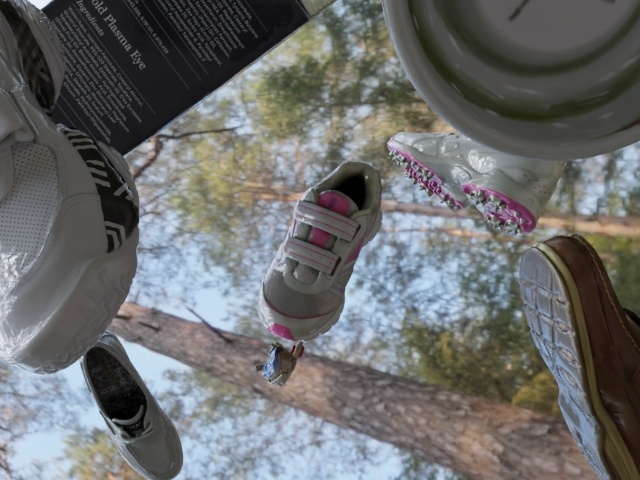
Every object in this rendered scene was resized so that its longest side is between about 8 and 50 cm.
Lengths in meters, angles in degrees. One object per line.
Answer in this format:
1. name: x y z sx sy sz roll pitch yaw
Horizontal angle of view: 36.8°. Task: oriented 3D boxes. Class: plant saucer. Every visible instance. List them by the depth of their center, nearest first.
1. plant saucer: 0.247 -0.283 0.968 0.400 0.100 0.401 -3 -69 -9

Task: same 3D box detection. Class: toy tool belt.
1. toy tool belt: -0.061 0.174 1.403 0.051 0.083 0.052 23 -140 -8

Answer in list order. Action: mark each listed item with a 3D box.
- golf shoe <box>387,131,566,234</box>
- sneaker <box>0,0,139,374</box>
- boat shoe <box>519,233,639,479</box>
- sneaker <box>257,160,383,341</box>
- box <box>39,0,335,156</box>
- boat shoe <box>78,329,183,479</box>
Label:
1. golf shoe: 0.226 -0.113 1.399 0.140 0.306 0.115 -51 -47 -8
2. sneaker: -0.252 -0.078 0.601 0.137 0.366 0.210 -44 -42 16
3. boat shoe: 0.147 0.059 0.483 0.060 0.064 0.178 -28 -54 0
4. sneaker: 0.000 0.000 1.103 0.111 0.102 0.252 94 -163 -52
5. box: -0.161 -0.260 1.143 0.312 0.343 0.179 -34 -78 17
6. boat shoe: -0.247 0.221 1.231 0.079 0.081 0.228 -28 -78 -5
